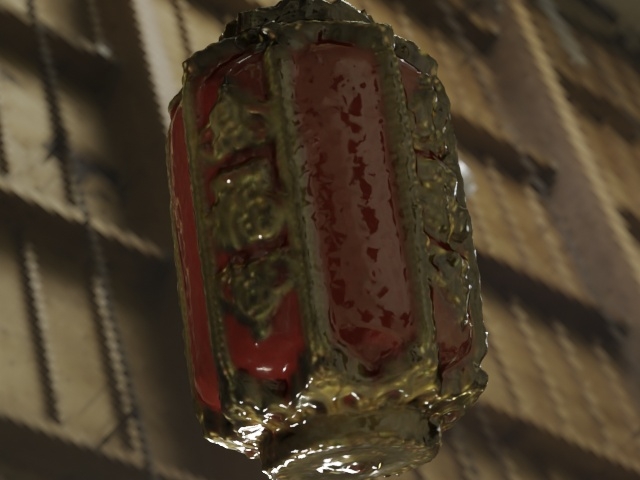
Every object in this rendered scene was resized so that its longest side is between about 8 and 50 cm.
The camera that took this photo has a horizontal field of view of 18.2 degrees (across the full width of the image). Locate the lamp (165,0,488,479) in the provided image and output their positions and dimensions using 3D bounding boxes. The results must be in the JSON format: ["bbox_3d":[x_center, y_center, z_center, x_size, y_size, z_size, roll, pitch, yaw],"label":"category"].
[{"bbox_3d":[0.000,0.000,1.140,0.177,0.177,0.274,15,-118,-48],"label":"lamp"}]
